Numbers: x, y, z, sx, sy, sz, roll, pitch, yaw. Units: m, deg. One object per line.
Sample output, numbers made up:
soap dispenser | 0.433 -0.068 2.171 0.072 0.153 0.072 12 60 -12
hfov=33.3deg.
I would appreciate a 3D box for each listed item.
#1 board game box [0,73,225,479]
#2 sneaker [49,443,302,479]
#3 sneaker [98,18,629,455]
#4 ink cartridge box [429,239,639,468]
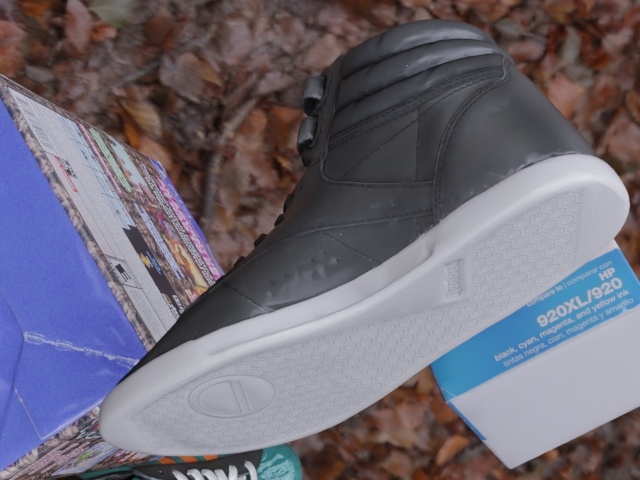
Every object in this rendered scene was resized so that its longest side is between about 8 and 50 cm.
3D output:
board game box | -0.175 0.040 0.804 0.141 0.232 0.291 -34 166 7
sneaker | -0.139 0.245 0.979 0.302 0.121 0.108 -5 94 -28
sneaker | 0.000 0.000 0.559 0.296 0.147 0.104 -32 141 19
ink cartridge box | 0.162 0.031 0.890 0.168 0.232 0.171 -29 143 11
